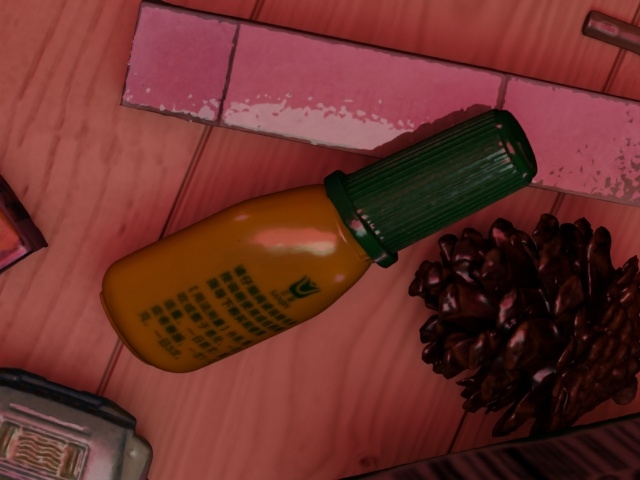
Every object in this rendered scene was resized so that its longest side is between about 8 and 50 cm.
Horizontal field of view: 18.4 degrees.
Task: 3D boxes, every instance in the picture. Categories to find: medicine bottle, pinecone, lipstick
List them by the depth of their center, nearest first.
[{"bbox_3d":[0.000,0.000,1.319,0.309,0.076,0.111,-24,139,19],"label":"medicine bottle"},{"bbox_3d":[0.142,0.055,1.347,0.174,0.173,0.173,0,96,-3],"label":"pinecone"},{"bbox_3d":[0.053,-0.093,1.357,0.372,0.080,0.076,11,96,-5],"label":"lipstick"}]

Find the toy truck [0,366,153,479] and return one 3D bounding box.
[{"bbox_3d":[-0.220,0.230,1.340,0.155,0.156,0.278,20,96,-5],"label":"toy truck"}]

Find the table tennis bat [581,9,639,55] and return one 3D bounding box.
[{"bbox_3d":[0.259,-0.128,1.397,0.156,0.013,0.087,19,97,-7],"label":"table tennis bat"}]

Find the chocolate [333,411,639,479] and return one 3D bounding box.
[{"bbox_3d":[0.162,0.289,1.288,0.360,0.161,0.341,-10,118,-16],"label":"chocolate"}]

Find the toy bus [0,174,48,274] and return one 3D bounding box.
[{"bbox_3d":[-0.325,0.042,1.347,0.274,0.090,0.112,-33,93,1],"label":"toy bus"}]
